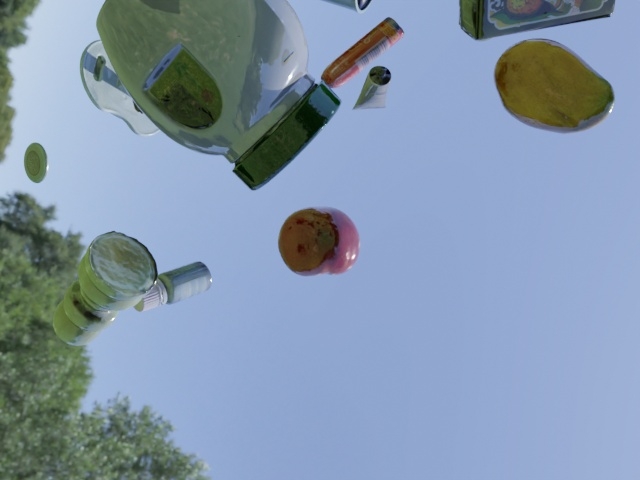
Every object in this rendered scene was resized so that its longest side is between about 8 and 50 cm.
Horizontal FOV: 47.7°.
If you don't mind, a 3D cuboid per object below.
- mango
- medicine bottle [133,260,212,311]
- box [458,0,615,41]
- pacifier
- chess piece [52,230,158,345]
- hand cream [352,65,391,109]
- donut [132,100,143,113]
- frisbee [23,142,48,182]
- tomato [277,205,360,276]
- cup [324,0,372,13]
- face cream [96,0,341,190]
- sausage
[{"bbox_3d":[0.306,-0.200,0.966,0.165,0.089,0.115,44,-48,17],"label":"mango"},{"bbox_3d":[-0.369,0.114,1.788,0.083,0.203,0.084,17,-65,41],"label":"medicine bottle"},{"bbox_3d":[0.526,-0.716,1.724,0.138,0.372,0.421,-111,-168,-52],"label":"box"},{"bbox_3d":[-0.463,-0.409,1.851,0.225,0.287,0.239,-8,-121,31],"label":"pacifier"},{"bbox_3d":[-0.408,0.106,1.323,0.243,0.133,0.133,-44,-143,36],"label":"chess piece"},{"bbox_3d":[0.132,-0.362,1.755,0.186,0.087,0.054,107,-24,-72],"label":"hand cream"},{"bbox_3d":[-0.357,-0.388,1.645,0.126,0.144,0.187,-78,173,-45],"label":"donut"},{"bbox_3d":[-0.766,-0.209,1.948,0.110,0.014,0.110,5,-81,36],"label":"frisbee"},{"bbox_3d":[0.000,0.000,2.014,0.139,0.232,0.201,148,-65,-82],"label":"tomato"},{"bbox_3d":[0.005,-0.831,2.022,0.331,0.311,0.257,85,27,-61],"label":"cup"},{"bbox_3d":[-0.159,-0.273,1.138,0.312,0.357,0.219,-36,-164,40],"label":"face cream"},{"bbox_3d":[0.101,-0.495,1.962,0.274,0.074,0.074,-40,-149,-3],"label":"sausage"}]
